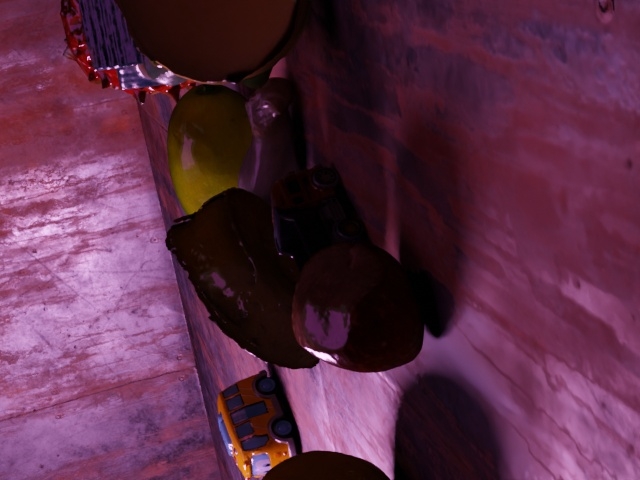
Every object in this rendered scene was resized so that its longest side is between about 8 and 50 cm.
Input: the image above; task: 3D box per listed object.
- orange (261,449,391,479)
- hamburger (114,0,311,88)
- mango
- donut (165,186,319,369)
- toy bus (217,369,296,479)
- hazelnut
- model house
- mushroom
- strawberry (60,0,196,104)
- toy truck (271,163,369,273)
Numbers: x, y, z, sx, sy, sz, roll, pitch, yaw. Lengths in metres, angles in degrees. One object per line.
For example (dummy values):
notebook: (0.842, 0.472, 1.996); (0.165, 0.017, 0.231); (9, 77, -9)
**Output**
orange: (0.007, 0.411, 1.360); (0.279, 0.235, 0.279); (16, -90, -73)
hamburger: (-0.116, -0.286, 1.217); (0.149, 0.237, 0.237); (-57, -45, -78)
mango: (-0.164, -0.101, 1.724); (0.343, 0.155, 0.192); (87, 172, -52)
donut: (-0.070, 0.042, 1.380); (0.272, 0.107, 0.272); (38, -160, -16)
toy bus: (-0.131, 0.379, 2.132); (0.126, 0.136, 0.210); (91, 158, -50)
hazelnut: (0.043, 0.077, 1.125); (0.154, 0.143, 0.143); (34, 139, 47)
model house: (-0.205, -0.367, 1.411); (0.280, 0.245, 0.312); (-156, 56, -71)
mushroom: (-0.073, -0.119, 1.464); (0.225, 0.093, 0.116); (84, -173, -51)
strawberry: (-0.275, -0.408, 1.718); (0.292, 0.292, 0.343); (65, 145, 38)
toy truck: (0.000, 0.000, 1.286); (0.083, 0.092, 0.192); (91, 160, -51)
